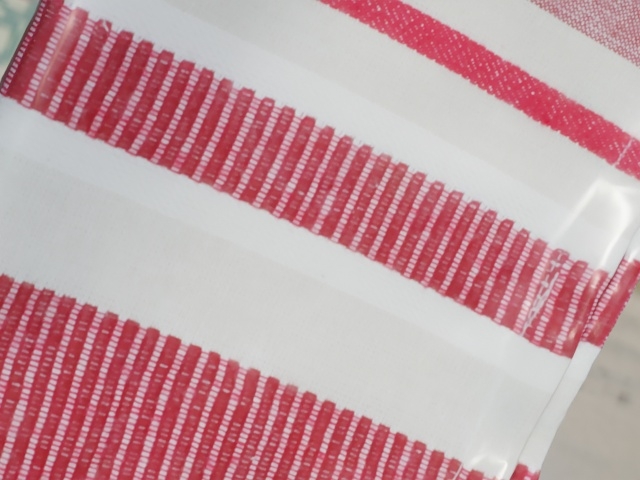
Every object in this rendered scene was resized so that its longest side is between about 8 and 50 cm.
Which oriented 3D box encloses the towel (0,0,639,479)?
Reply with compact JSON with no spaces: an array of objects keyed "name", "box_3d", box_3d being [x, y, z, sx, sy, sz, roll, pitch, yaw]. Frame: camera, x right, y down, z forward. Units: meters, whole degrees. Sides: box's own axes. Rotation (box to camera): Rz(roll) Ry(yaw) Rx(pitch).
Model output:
[{"name":"towel","box_3d":[0.000,0.000,0.609,0.329,0.237,0.037,-64,-154,4]}]
